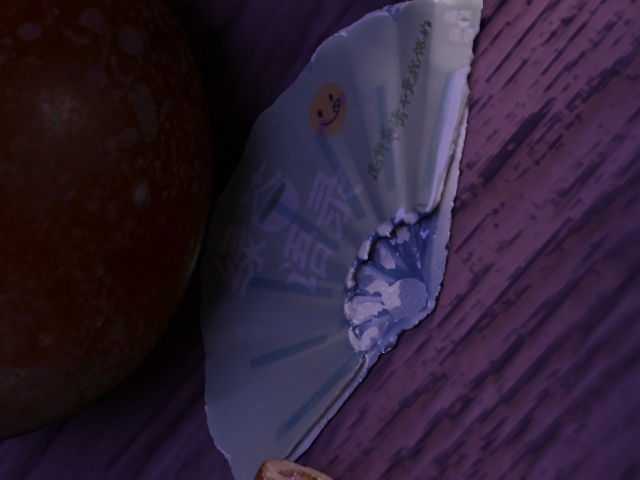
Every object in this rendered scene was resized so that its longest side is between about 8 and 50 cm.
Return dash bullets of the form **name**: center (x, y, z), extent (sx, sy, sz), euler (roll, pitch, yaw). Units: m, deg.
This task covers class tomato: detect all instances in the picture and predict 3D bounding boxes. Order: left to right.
- **tomato**: center (-0.191, -0.037, 0.599), extent (0.270, 0.223, 0.270), euler (-10, 75, 39)

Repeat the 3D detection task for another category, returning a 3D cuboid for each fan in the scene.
- **fan**: center (0.000, 0.000, 0.575), extent (0.131, 0.009, 0.240), euler (33, 105, 40)

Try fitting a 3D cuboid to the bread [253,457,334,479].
- **bread**: center (-0.022, 0.132, 0.553), extent (0.083, 0.047, 0.036), euler (-62, 22, 12)
